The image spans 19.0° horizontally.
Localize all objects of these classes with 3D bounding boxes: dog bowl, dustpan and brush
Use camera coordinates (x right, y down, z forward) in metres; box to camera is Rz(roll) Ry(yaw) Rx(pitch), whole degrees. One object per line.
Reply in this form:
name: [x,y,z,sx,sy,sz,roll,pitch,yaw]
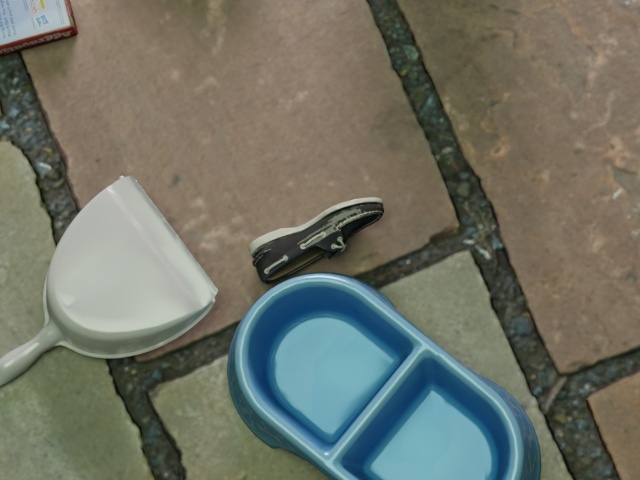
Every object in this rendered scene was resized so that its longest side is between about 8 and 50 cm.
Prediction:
dog bowl: [0.049,0.142,1.605,0.297,0.074,0.166,38,84,12]
dustpan and brush: [-0.210,0.061,1.662,0.211,0.060,0.147,-35,75,-10]

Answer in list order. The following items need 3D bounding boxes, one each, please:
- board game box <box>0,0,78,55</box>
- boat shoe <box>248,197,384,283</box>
board game box: [-0.326,-0.301,1.760,0.145,0.027,0.281,-15,77,0]
boat shoe: [0.000,0.000,1.652,0.125,0.046,0.038,-21,66,3]
